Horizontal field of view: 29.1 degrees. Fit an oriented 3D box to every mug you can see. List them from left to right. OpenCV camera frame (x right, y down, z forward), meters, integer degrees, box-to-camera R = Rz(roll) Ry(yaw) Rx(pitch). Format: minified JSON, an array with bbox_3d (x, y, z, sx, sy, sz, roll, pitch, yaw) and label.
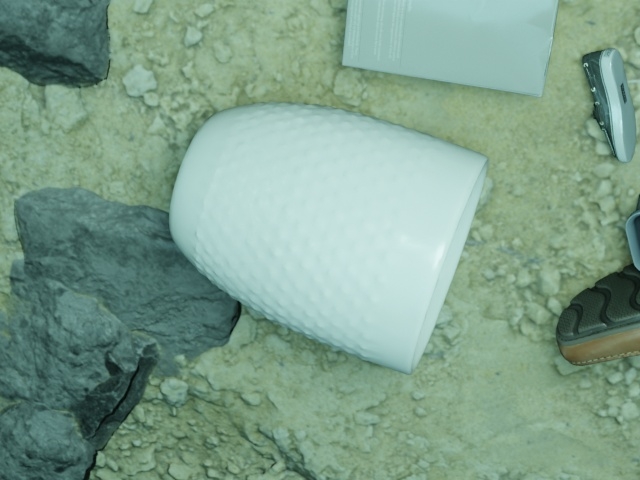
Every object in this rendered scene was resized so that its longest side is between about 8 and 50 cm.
[{"bbox_3d":[0.000,0.000,1.511,0.328,0.276,0.374,20,152,10],"label":"mug"}]

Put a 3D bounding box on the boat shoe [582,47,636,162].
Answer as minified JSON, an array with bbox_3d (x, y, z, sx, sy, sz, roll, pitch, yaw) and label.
[{"bbox_3d":[0.339,-0.158,1.443,0.040,0.049,0.142,2,119,35],"label":"boat shoe"}]

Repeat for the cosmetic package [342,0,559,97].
[{"bbox_3d":[0.151,-0.253,1.405,0.238,0.107,0.127,10,120,6],"label":"cosmetic package"}]

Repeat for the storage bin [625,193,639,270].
[{"bbox_3d":[0.433,-0.030,1.459,0.135,0.091,0.098,-11,115,19],"label":"storage bin"}]

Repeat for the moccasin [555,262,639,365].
[{"bbox_3d":[0.475,0.084,1.486,0.380,0.139,0.147,-19,118,5],"label":"moccasin"}]
